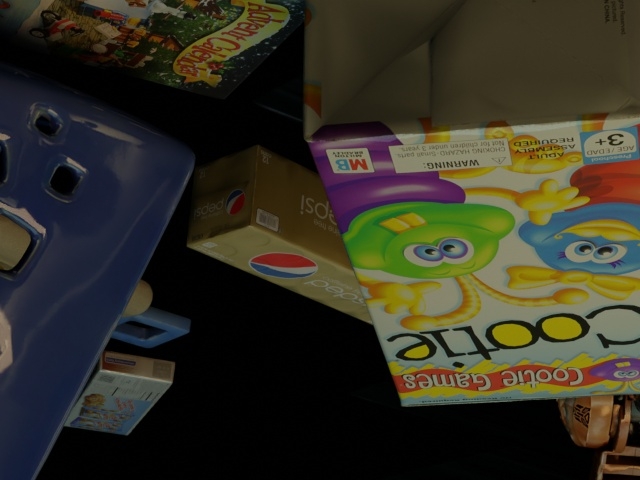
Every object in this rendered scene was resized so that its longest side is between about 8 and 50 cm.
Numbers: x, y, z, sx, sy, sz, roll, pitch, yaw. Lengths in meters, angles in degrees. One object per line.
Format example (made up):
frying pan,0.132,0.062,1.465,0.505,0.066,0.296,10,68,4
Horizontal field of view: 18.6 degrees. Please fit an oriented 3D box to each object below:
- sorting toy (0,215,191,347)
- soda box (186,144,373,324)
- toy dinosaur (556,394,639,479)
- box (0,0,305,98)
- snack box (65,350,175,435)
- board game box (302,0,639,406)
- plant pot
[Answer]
sorting toy,-0.254,0.042,1.445,0.196,0.047,0.347,-13,152,36
soda box,0.000,0.000,1.280,0.061,0.058,0.181,-17,149,41
toy dinosaur,0.184,0.068,1.183,0.164,0.218,0.322,24,113,-8
box,-0.074,-0.148,0.944,0.159,0.044,0.233,14,156,-21
snack box,-0.178,0.134,1.692,0.064,0.022,0.178,10,157,-15
board game box,0.086,-0.041,0.912,0.142,0.144,0.275,-4,151,10
plant pot,-0.242,-0.008,1.006,0.212,0.236,0.236,30,176,-36
